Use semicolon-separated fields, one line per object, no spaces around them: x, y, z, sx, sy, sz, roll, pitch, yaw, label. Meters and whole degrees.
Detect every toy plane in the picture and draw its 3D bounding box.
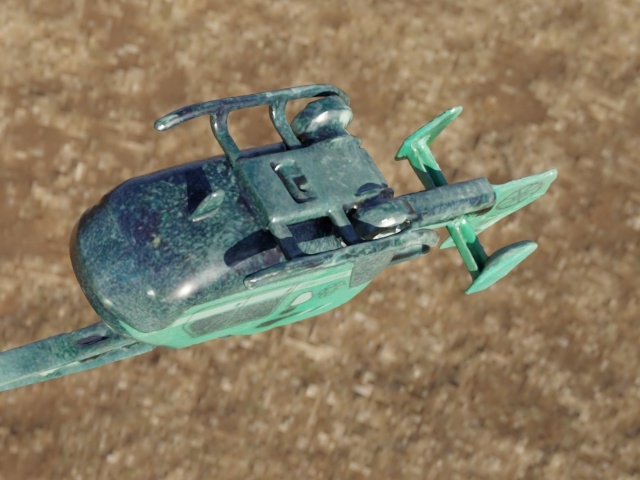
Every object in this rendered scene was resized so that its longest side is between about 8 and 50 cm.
0.000;0.000;0.538;0.235;0.096;0.060;-14;63;-41;toy plane
